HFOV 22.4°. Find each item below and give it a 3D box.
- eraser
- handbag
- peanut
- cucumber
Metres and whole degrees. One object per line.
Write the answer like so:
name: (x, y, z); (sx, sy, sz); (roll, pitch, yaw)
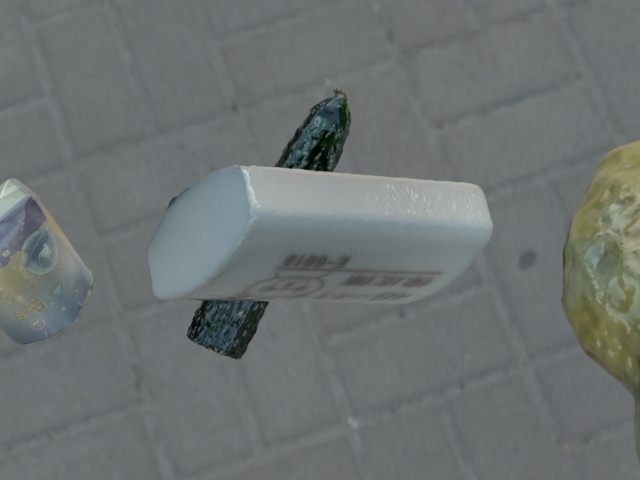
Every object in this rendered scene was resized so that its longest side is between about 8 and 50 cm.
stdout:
eraser: (0.000, 0.000, 1.453); (0.270, 0.174, 0.095); (2, 66, -37)
handbag: (-0.307, 0.031, 1.671); (0.117, 0.173, 0.095); (-40, 44, -9)
peanut: (0.131, 0.033, 0.582); (0.080, 0.080, 0.174); (-10, 44, -1)
cucumber: (-0.043, -0.018, 1.597); (0.067, 0.067, 0.294); (30, 99, 16)
